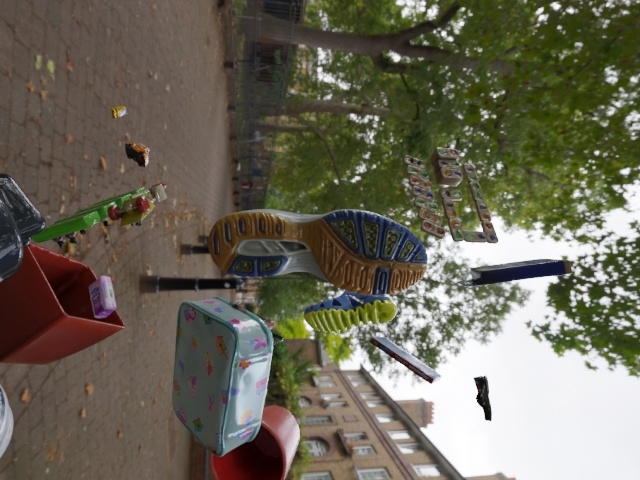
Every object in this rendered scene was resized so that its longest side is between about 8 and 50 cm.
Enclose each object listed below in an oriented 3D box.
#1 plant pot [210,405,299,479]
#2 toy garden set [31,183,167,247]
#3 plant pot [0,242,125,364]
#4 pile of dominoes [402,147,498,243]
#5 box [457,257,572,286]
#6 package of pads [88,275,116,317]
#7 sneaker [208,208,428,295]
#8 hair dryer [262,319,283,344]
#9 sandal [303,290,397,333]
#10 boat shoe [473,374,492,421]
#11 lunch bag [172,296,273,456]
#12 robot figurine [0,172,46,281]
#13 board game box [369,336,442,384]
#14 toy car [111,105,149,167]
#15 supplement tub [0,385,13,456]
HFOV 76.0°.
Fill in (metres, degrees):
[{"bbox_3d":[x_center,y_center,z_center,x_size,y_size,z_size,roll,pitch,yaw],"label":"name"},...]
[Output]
[{"bbox_3d":[-0.203,0.711,1.426,0.243,0.275,0.275,8,83,-73],"label":"plant pot"},{"bbox_3d":[-0.399,-0.057,0.819,0.244,0.203,0.049,-85,158,-70],"label":"toy garden set"},{"bbox_3d":[-0.788,0.207,1.171,0.267,0.236,0.267,48,-7,19],"label":"plant pot"},{"bbox_3d":[0.311,-0.112,0.974,0.040,0.196,0.251,114,-25,-57],"label":"pile of dominoes"},{"bbox_3d":[0.446,0.074,0.970,0.136,0.225,0.036,4,76,-80],"label":"box"},{"bbox_3d":[-0.489,0.127,0.918,0.050,0.032,0.083,-36,-116,22],"label":"package of pads"},{"bbox_3d":[0.000,0.000,0.584,0.131,0.296,0.112,-97,-163,-81],"label":"sneaker"},{"bbox_3d":[-0.248,0.376,1.629,0.293,0.223,0.080,-49,147,-82],"label":"hair dryer"},{"bbox_3d":[0.098,0.231,1.428,0.138,0.317,0.126,-101,-176,-47],"label":"sandal"},{"bbox_3d":[0.464,0.451,1.170,0.049,0.042,0.133,-32,111,-80],"label":"boat shoe"},{"bbox_3d":[-0.208,0.256,0.830,0.224,0.108,0.279,17,-78,42],"label":"lunch bag"},{"bbox_3d":[-0.499,0.011,0.500,0.278,0.173,0.209,-47,157,-57],"label":"robot figurine"},{"bbox_3d":[0.340,0.471,1.632,0.145,0.281,0.027,20,99,-59],"label":"board game box"},{"bbox_3d":[-0.379,-0.214,0.840,0.040,0.060,0.122,-47,150,-42],"label":"toy car"},{"bbox_3d":[-0.693,0.301,0.683,0.325,0.235,0.235,107,-19,-52],"label":"supplement tub"}]
